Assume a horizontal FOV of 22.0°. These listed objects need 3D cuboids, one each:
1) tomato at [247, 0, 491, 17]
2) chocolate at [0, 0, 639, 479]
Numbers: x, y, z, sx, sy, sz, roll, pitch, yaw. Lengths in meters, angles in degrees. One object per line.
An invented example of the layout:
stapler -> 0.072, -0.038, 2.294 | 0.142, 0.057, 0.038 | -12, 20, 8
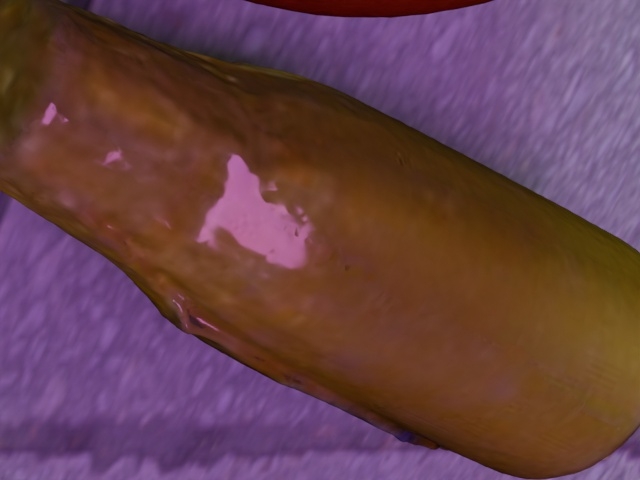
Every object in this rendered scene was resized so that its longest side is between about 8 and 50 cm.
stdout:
tomato -> 0.014, -0.235, 0.511 | 0.325, 0.290, 0.293 | -17, 130, -39
chocolate -> 0.000, 0.000, 0.821 | 0.445, 0.162, 0.162 | 26, 104, -43
